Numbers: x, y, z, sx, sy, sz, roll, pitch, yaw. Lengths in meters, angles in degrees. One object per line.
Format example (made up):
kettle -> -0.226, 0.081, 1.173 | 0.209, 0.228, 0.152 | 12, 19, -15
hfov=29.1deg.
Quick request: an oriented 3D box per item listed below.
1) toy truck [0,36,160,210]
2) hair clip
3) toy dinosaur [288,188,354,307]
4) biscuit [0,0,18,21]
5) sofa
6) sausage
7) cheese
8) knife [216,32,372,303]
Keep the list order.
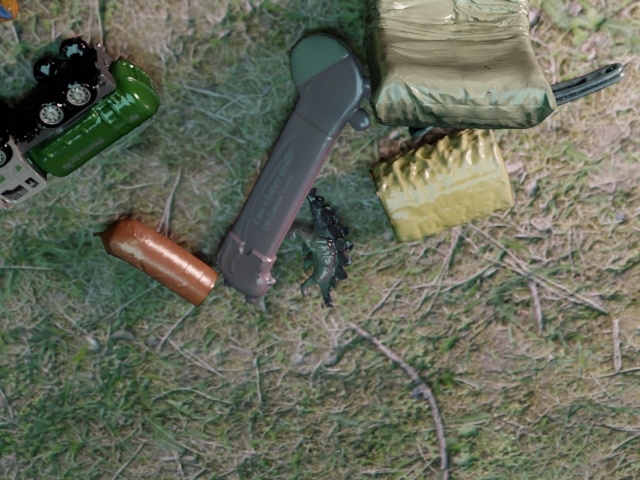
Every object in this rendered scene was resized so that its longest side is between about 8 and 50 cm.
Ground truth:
toy truck -> -0.319, -0.143, 1.507 | 0.242, 0.101, 0.125 | -31, 133, 14
hair clip -> 0.244, -0.184, 1.549 | 0.275, 0.048, 0.083 | -8, 123, -4
toy dinosaur -> 0.001, -0.001, 1.648 | 0.082, 0.039, 0.209 | -4, 115, 24
biscuit -> -0.432, -0.314, 1.421 | 0.280, 0.043, 0.183 | -30, 118, 13
sofa -> 0.153, -0.243, 1.388 | 0.210, 0.225, 0.176 | 3, 128, -2
sausage -> -0.220, 0.021, 1.649 | 0.169, 0.065, 0.065 | 34, 116, -23
cheese -> 0.157, -0.073, 1.587 | 0.167, 0.094, 0.123 | -20, 118, 7
knife -> -0.042, -0.084, 1.586 | 0.132, 0.038, 0.399 | 37, 122, 13
